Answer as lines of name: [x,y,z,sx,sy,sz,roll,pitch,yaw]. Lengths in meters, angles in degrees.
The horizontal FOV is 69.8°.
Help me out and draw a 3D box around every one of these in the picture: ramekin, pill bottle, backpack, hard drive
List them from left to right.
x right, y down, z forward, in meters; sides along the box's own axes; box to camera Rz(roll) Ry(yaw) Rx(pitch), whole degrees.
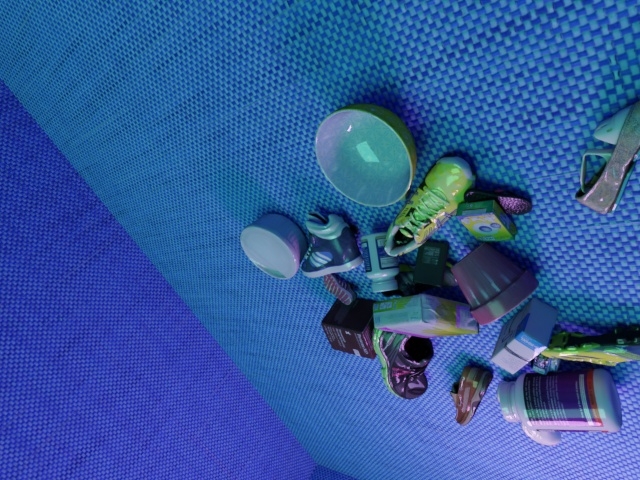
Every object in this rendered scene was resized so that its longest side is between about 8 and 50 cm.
ramekin: [-0.175,0.014,1.816,0.272,0.127,0.273,23,140,21]
pill bottle: [0.198,0.071,1.496,0.111,0.111,0.187,-14,82,47]
hard drive: [0.345,0.072,1.437,0.094,0.135,0.022,9,177,34]
backpack: [0.705,0.362,1.433,0.084,0.105,0.115,16,139,28]
pill bottle: [0.747,0.505,1.445,0.322,0.182,0.182,-17,117,37]

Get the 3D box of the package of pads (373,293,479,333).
package of pads: [0.355,0.257,1.518,0.296,0.101,0.229,16,157,-33]

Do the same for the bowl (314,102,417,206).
bowl: [0.144,-0.252,1.239,0.289,0.156,0.290,23,140,21]

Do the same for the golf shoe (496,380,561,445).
golf shoe: [0.774,0.621,1.641,0.306,0.115,0.140,43,140,-7]

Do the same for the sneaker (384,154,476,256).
sneaker: [0.303,-0.076,1.293,0.145,0.147,0.385,35,141,9]

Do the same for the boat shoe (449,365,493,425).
boat shoe: [0.573,0.595,1.794,0.119,0.122,0.324,27,134,25]

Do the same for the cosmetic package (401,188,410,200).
cosmetic package: [0.209,-0.161,1.373,0.115,0.041,0.060,13,136,31]

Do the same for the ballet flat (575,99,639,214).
ballet flat: [0.612,-0.186,0.952,0.106,0.107,0.316,28,141,27]

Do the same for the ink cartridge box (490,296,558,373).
ink cartridge box: [0.618,0.293,1.400,0.085,0.148,0.203,31,142,11]

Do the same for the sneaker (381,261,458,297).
sneaker: [0.327,0.143,1.519,0.299,0.121,0.111,-15,118,48]

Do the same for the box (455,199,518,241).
box: [0.452,-0.044,1.239,0.105,0.043,0.179,-5,152,44]

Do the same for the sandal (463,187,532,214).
sandal: [0.463,-0.111,1.192,0.179,0.040,0.067,14,145,3]

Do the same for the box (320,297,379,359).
box: [0.143,0.345,1.849,0.203,0.167,0.169,6,132,37]

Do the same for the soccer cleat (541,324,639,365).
soccer cleat: [0.775,0.316,1.299,0.288,0.093,0.121,-14,111,33]

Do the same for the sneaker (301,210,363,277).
sneaker: [0.000,0.000,1.669,0.322,0.130,0.237,-12,110,52]

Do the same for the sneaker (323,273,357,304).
sneaker: [0.082,0.188,1.829,0.170,0.074,0.063,41,122,33]

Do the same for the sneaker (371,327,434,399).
sneaker: [0.349,0.476,1.798,0.202,0.185,0.483,2,135,33]

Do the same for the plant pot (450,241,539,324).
plant pot: [0.480,0.112,1.313,0.180,0.201,0.201,51,145,11]
